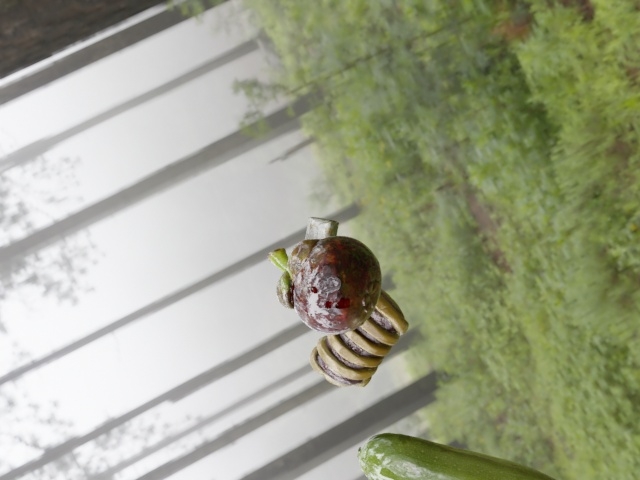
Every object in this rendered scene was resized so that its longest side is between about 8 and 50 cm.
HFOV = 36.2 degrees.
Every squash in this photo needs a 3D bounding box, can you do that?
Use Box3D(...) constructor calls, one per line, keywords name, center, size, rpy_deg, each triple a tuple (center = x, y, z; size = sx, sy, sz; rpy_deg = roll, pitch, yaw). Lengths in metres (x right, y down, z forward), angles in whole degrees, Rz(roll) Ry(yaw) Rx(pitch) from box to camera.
Box3D(name="squash", center=(0.208, 0.303, 1.181), size=(0.340, 0.094, 0.094), rpy_deg=(17, 160, 6))

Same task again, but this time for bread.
Box3D(name="bread", center=(0.076, 0.197, 1.955), size=(0.134, 0.225, 0.081), rpy_deg=(37, -159, 10))

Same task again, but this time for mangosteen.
Box3D(name="mangosteen", center=(-0.002, 0.065, 1.445), size=(0.146, 0.181, 0.156), rpy_deg=(-68, -17, -57))

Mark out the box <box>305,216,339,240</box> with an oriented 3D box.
Box3D(name="box", center=(0.000, 0.000, 2.113), size=(0.045, 0.062, 0.098), rpy_deg=(5, -86, -63))
